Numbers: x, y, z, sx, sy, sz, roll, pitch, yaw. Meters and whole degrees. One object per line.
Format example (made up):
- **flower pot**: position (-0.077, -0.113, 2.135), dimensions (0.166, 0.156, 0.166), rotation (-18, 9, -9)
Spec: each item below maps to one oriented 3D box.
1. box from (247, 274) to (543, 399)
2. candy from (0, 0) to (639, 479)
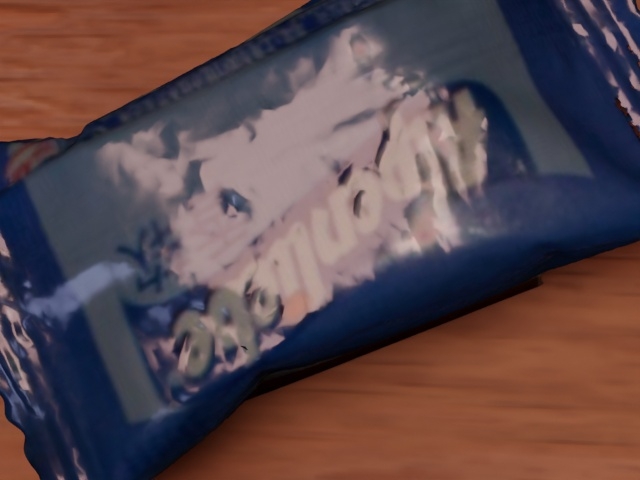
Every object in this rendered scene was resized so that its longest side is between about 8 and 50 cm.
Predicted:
- **box**: position (0.000, 0.000, 0.650), dimensions (0.177, 0.036, 0.115), rotation (-21, 74, 3)
- **candy**: position (-0.004, -0.029, 0.604), dimensions (0.331, 0.077, 0.187), rotation (-28, 80, 1)
